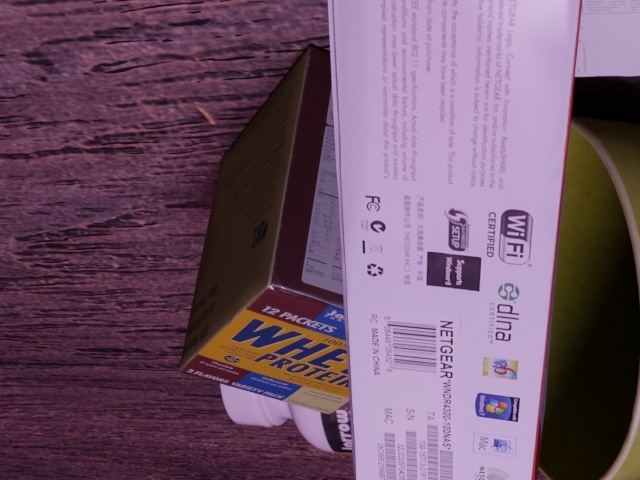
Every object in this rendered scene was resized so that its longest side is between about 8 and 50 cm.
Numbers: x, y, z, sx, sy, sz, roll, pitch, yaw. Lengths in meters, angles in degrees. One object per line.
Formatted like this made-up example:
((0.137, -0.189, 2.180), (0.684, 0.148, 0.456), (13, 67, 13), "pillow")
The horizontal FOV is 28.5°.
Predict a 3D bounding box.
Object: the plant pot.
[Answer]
((0.312, 0.039, 0.948), (0.294, 0.274, 0.274), (-3, 155, -13), "plant pot")

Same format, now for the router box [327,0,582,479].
((0.075, -0.100, 0.562), (0.082, 0.301, 0.335), (5, 133, 11), "router box")

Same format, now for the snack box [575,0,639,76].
((0.260, -0.174, 0.727), (0.322, 0.060, 0.187), (1, 150, 14), "snack box")

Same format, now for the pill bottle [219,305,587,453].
((0.084, 0.109, 1.179), (0.334, 0.187, 0.188), (0, 151, 15), "pill bottle")

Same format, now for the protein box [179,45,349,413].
((0.000, 0.000, 0.981), (0.136, 0.201, 0.200), (18, 151, -17), "protein box")
